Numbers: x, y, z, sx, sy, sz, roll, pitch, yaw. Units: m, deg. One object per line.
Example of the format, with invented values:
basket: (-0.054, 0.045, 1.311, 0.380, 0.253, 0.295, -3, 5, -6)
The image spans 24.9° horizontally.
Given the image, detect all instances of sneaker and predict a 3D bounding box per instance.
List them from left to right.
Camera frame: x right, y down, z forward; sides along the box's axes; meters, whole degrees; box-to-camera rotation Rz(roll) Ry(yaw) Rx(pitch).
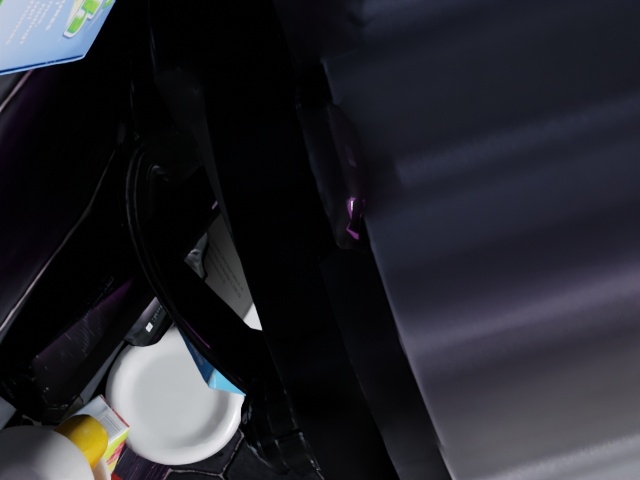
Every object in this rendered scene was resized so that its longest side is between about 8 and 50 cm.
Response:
sneaker: (-0.201, 0.135, 1.054, 0.043, 0.040, 0.109, -40, 166, -27)

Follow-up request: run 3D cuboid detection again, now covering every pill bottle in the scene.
pill bottle: (-0.142, 0.160, 1.461, 0.131, 0.131, 0.229, -59, 178, -9)

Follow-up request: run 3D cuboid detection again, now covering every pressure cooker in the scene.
pressure cooker: (0.111, -0.034, 0.744, 0.420, 0.370, 0.375, -18, -174, 11)

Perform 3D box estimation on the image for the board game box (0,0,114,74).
board game box: (-0.070, -0.117, 0.375, 0.160, 0.039, 0.211, -60, 178, 13)

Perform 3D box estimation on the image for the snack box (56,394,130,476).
snack box: (-0.203, 0.179, 1.011, 0.141, 0.037, 0.100, -36, 163, -34)

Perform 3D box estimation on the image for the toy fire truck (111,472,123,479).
toy fire truck: (-0.156, 0.336, 1.236, 0.169, 0.254, 0.302, -53, 146, -34)

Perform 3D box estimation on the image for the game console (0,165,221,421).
game console: (-0.125, 0.031, 1.005, 0.213, 0.044, 0.361, -52, 177, -7)

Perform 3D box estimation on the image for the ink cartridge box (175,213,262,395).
ink cartridge box: (0.000, 0.000, 1.210, 0.233, 0.168, 0.171, -60, -146, 19)

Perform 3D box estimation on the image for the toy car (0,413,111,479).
toy car: (-0.169, 0.191, 0.815, 0.182, 0.136, 0.159, -42, 177, -6)
